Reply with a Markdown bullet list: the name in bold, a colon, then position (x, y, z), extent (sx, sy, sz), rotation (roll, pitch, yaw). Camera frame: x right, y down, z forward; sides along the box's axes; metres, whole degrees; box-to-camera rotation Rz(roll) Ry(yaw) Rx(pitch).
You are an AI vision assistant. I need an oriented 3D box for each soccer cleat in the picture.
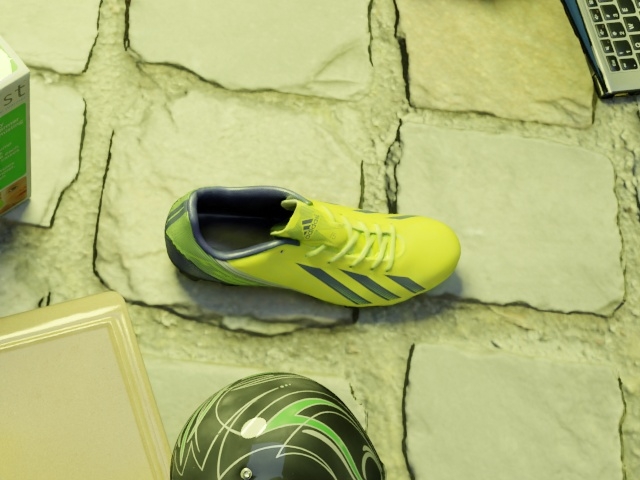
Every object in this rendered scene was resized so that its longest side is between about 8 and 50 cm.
- **soccer cleat**: position (0.000, 0.001, 1.207), extent (0.289, 0.121, 0.093), rotation (4, 65, -12)

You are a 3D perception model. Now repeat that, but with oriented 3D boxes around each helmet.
- **helmet**: position (-0.043, 0.192, 1.089), extent (0.161, 0.169, 0.169), rotation (40, 62, -14)

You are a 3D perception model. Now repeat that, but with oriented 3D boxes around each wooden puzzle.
- **wooden puzzle**: position (-0.249, 0.173, 1.120), extent (0.221, 0.044, 0.239), rotation (-14, 66, -18)

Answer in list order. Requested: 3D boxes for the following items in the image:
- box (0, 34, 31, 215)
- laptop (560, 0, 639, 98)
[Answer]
- **box**: position (-0.384, -0.065, 1.085), extent (0.262, 0.231, 0.127), rotation (-36, 78, -25)
- **laptop**: position (0.339, -0.377, 1.394), extent (0.408, 0.236, 0.382), rotation (-7, 69, -16)
